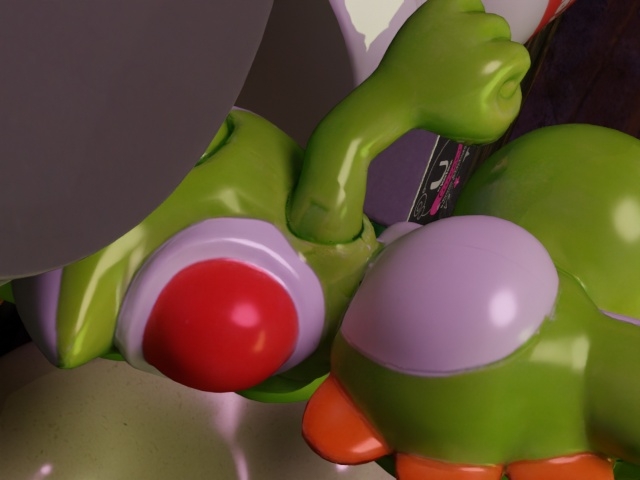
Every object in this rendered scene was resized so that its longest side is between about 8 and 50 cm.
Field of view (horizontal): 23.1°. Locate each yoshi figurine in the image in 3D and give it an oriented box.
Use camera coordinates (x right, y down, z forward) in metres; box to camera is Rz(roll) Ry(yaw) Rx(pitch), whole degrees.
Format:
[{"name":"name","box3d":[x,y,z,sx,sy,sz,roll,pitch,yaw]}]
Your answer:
[{"name":"yoshi figurine","box3d":[0.009,-0.007,0.662,0.203,0.362,0.203,51,63,-77]}]

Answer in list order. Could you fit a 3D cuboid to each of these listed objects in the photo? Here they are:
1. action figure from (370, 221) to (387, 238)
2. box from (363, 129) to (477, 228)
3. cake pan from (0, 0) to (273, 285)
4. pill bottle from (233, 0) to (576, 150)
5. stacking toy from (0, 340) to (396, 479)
[{"name":"action figure","box3d":[0.000,-0.023,1.290,0.232,0.137,0.063,87,14,-84]},{"name":"box","box3d":[0.044,-0.152,1.058,0.247,0.163,0.142,-69,165,12]},{"name":"cake pan","box3d":[-0.099,-0.116,0.460,0.293,0.054,0.293,-25,120,-53]},{"name":"pill bottle","box3d":[0.079,-0.214,0.814,0.363,0.210,0.210,-40,158,-26]},{"name":"stacking toy","box3d":[-0.131,0.299,0.950,0.351,0.350,0.480,-57,180,-42]}]
